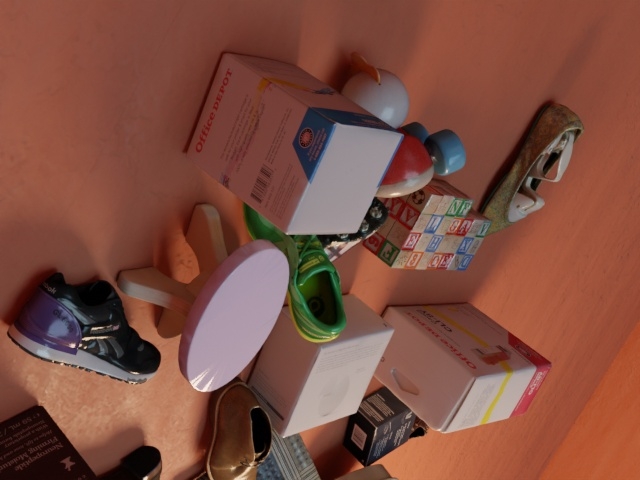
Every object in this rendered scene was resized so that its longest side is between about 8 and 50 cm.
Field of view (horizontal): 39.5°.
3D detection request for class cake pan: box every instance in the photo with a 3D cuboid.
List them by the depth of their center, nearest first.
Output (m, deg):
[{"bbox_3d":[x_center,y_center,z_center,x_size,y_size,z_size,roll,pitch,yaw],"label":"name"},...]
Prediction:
[{"bbox_3d":[0.054,0.642,2.234,0.293,0.054,0.293,-22,157,-10],"label":"cake pan"}]

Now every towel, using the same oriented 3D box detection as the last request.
[{"bbox_3d":[-0.127,0.591,1.931,0.312,0.056,0.324,-32,108,-32],"label":"towel"}]

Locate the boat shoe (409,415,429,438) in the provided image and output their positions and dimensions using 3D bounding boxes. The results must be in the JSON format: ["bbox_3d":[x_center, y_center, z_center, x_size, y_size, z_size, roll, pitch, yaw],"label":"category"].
[{"bbox_3d":[0.255,0.507,2.416,0.207,0.073,0.073,-13,130,-45],"label":"boat shoe"}]

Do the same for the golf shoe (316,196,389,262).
[{"bbox_3d":[0.000,0.000,1.610,0.272,0.105,0.120,-28,157,-21],"label":"golf shoe"}]

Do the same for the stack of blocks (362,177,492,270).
[{"bbox_3d":[0.239,-0.033,1.851,0.297,0.087,0.171,5,118,-52],"label":"stack of blocks"}]

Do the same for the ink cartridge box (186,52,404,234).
[{"bbox_3d":[-0.041,-0.139,1.280,0.168,0.232,0.171,-2,124,-52],"label":"ink cartridge box"}]

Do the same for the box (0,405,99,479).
[{"bbox_3d":[-0.441,0.400,1.355,0.168,0.203,0.167,-27,140,-33],"label":"box"}]

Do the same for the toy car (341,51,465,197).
[{"bbox_3d":[0.086,-0.199,1.466,0.219,0.210,0.238,-22,111,-16],"label":"toy car"}]

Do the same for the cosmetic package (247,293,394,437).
[{"bbox_3d":[-0.003,0.244,1.786,0.224,0.138,0.225,-6,128,-47],"label":"cosmetic package"}]

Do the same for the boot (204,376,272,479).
[{"bbox_3d":[-0.155,0.422,1.760,0.112,0.115,0.305,-24,130,-35],"label":"boot"}]

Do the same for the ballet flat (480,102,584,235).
[{"bbox_3d":[0.476,-0.139,2.009,0.123,0.123,0.349,6,118,-52],"label":"ballet flat"}]

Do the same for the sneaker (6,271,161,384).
[{"bbox_3d":[-0.319,0.130,1.335,0.124,0.107,0.283,-59,147,2],"label":"sneaker"}]

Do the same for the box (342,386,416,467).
[{"bbox_3d":[0.152,0.456,2.221,0.158,0.093,0.156,-21,138,-36],"label":"box"}]

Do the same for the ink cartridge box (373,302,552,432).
[{"bbox_3d":[0.322,0.287,2.087,0.384,0.279,0.160,3,119,-51],"label":"ink cartridge box"}]

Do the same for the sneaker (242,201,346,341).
[{"bbox_3d":[-0.028,0.024,1.450,0.109,0.296,0.123,-28,-174,-24],"label":"sneaker"}]

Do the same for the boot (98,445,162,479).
[{"bbox_3d":[-0.375,0.478,1.623,0.219,0.082,0.106,-32,140,-29],"label":"boot"}]

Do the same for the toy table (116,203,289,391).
[{"bbox_3d":[-0.173,0.084,1.407,0.252,0.161,0.274,7,117,-53],"label":"toy table"}]
